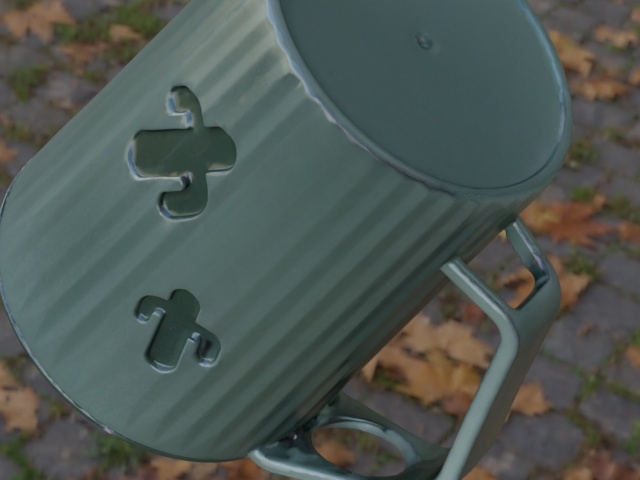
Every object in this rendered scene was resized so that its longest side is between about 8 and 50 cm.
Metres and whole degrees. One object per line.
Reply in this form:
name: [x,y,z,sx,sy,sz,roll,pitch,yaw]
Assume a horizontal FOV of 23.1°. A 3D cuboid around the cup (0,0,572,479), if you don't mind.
cup: [0.003,-0.019,1.196,0.401,0.392,0.310,30,47,-18]
